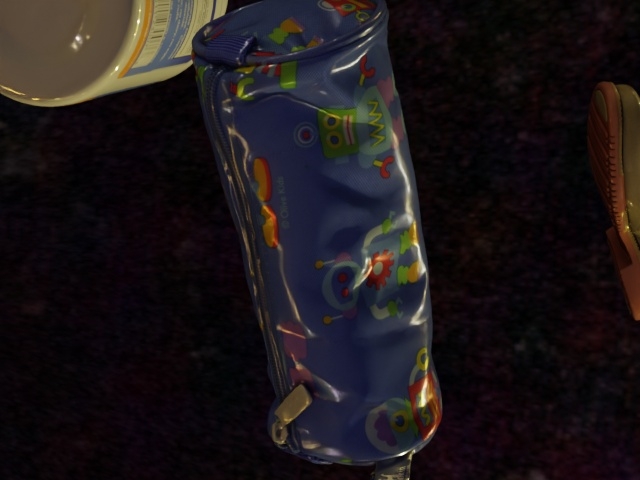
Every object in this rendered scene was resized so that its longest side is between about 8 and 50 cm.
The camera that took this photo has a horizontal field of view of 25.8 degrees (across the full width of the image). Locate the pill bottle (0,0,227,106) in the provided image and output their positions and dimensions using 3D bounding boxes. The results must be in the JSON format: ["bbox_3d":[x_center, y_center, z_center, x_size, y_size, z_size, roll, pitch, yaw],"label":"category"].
[{"bbox_3d":[-0.166,-0.193,1.103,0.152,0.272,0.152,3,102,13],"label":"pill bottle"}]

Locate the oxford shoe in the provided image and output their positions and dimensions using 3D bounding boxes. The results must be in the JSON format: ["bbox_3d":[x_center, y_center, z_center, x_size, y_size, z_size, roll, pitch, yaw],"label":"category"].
[{"bbox_3d":[0.400,-0.057,1.670,0.130,0.123,0.348,-15,132,8],"label":"oxford shoe"}]

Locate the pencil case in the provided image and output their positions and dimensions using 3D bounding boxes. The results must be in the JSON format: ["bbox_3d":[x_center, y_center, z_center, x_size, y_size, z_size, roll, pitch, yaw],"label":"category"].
[{"bbox_3d":[0.000,0.000,0.881,0.133,0.119,0.306,-28,118,-40],"label":"pencil case"}]
